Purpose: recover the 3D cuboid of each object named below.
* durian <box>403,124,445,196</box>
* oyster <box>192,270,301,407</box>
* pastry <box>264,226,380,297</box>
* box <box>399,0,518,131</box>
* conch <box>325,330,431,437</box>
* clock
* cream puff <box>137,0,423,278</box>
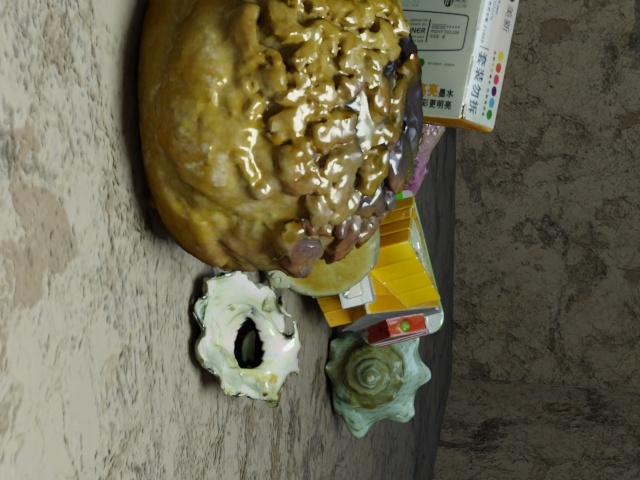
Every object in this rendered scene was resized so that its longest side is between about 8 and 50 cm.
[{"bbox_3d":[0.103,-0.155,1.710,0.186,0.154,0.260,-29,147,-58],"label":"durian"},{"bbox_3d":[-0.087,0.102,1.135,0.209,0.072,0.133,28,71,-55],"label":"oyster"},{"bbox_3d":[0.000,0.000,1.306,0.088,0.166,0.166,-114,-164,-54],"label":"pastry"},{"bbox_3d":[0.140,-0.278,1.520,0.091,0.274,0.220,9,91,-46],"label":"box"},{"bbox_3d":[0.100,0.239,1.805,0.203,0.169,0.386,-55,160,-3],"label":"conch"},{"bbox_3d":[0.079,0.028,1.537,0.309,0.166,0.235,24,52,-74],"label":"clock"},{"bbox_3d":[-0.022,-0.122,0.963,0.343,0.231,0.327,52,40,-72],"label":"cream puff"}]
